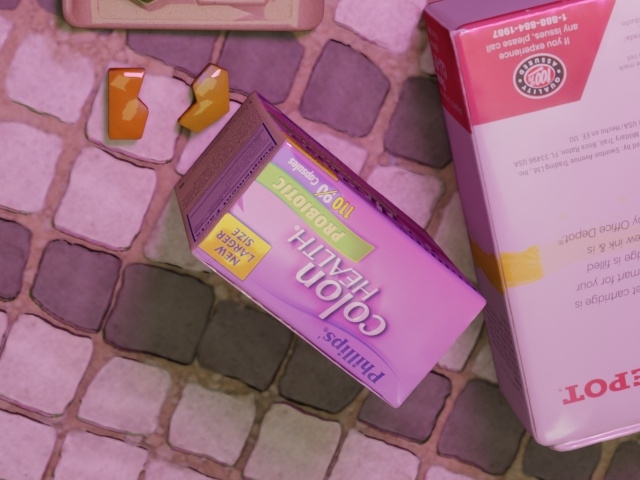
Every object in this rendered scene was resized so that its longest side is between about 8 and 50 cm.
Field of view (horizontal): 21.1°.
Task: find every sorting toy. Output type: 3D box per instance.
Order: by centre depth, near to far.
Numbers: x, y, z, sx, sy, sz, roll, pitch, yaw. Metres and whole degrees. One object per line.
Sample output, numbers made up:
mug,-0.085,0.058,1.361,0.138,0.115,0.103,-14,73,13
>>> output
sorting toy,-0.107,-0.237,1.472,0.229,0.041,0.307,-1,104,-8

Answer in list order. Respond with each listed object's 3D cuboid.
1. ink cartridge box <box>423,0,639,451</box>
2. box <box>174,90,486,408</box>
ink cartridge box,0.269,-0.043,1.516,0.279,0.160,0.385,-14,106,-4
box,0.000,0.000,1.446,0.213,0.243,0.117,39,96,-15
